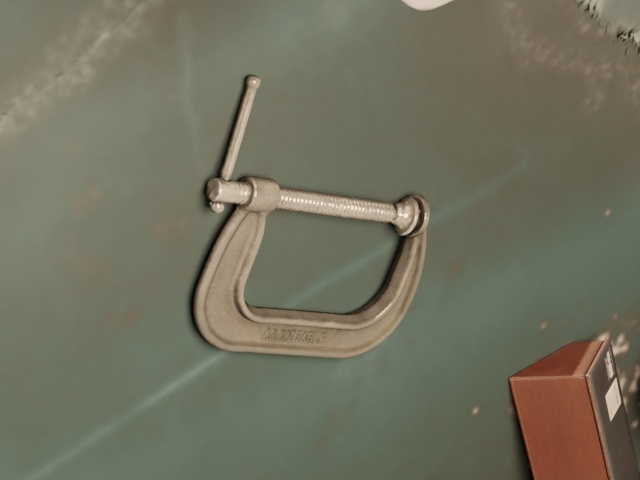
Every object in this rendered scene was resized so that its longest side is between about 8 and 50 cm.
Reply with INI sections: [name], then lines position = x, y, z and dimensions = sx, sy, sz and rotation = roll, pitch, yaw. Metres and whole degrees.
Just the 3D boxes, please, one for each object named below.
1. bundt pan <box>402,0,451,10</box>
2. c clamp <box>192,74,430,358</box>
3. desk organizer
[bundt pan]
position = 0.066, -0.251, 0.682
dimensions = 0.124, 0.331, 0.330
rotation = -42, 154, -73
[c clamp]
position = 0.000, 0.000, 0.951
dimensions = 0.161, 0.022, 0.137
rotation = 14, 106, -43
[desk organizer]
position = 0.155, 0.125, 1.132
dimensions = 0.047, 0.050, 0.130
rotation = -49, 130, -54
